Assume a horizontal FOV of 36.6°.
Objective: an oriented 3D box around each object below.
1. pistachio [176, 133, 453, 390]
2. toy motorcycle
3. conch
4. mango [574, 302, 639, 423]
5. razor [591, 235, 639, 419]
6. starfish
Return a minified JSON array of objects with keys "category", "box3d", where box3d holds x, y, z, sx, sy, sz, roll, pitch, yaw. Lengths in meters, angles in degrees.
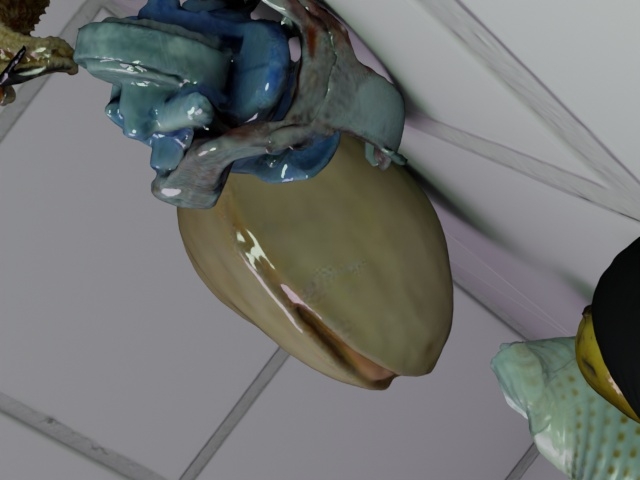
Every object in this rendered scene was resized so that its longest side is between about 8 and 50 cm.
[{"category":"pistachio","box3d":[0.000,0.000,1.211,0.445,0.281,0.365,45,-156,-33]},{"category":"toy motorcycle","box3d":[-0.059,-0.093,0.775,0.241,0.182,0.319,37,180,1]},{"category":"conch","box3d":[0.347,0.218,1.063,0.319,0.215,0.303,62,-178,3]},{"category":"mango","box3d":[0.255,0.091,0.658,0.195,0.098,0.137,31,180,-28]},{"category":"razor","box3d":[0.201,0.069,0.312,0.204,0.113,0.349,34,-179,3]},{"category":"starfish","box3d":[-0.257,-0.197,0.796,0.113,0.312,0.303,13,-155,-21]}]
